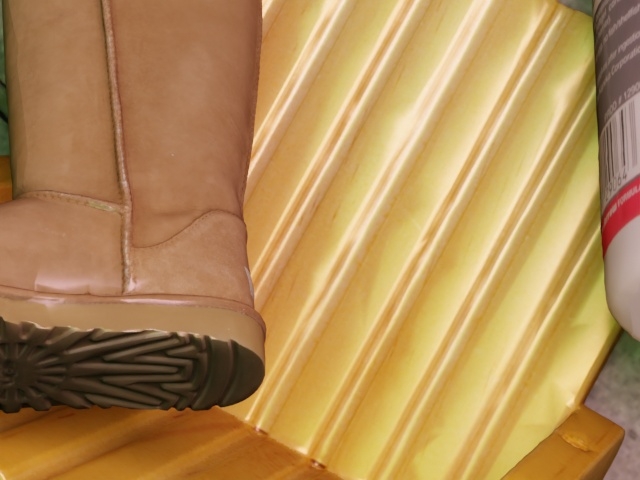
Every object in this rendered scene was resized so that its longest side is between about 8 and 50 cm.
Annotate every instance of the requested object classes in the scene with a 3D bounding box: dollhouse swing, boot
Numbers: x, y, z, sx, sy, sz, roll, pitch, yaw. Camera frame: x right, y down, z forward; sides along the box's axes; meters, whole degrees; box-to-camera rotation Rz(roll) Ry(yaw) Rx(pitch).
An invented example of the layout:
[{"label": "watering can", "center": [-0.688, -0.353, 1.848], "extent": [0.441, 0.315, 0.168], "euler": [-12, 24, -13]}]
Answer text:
[{"label": "dollhouse swing", "center": [0.000, 0.000, 0.944], "extent": [0.347, 0.315, 0.305], "euler": [29, 103, 14]}, {"label": "boot", "center": [-0.138, -0.050, 0.879], "extent": [0.236, 0.089, 0.269], "euler": [7, 52, -18]}]

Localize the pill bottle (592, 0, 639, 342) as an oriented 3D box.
[{"label": "pill bottle", "center": [0.221, -0.112, 0.912], "extent": [0.176, 0.176, 0.318], "euler": [-4, 64, 13]}]
